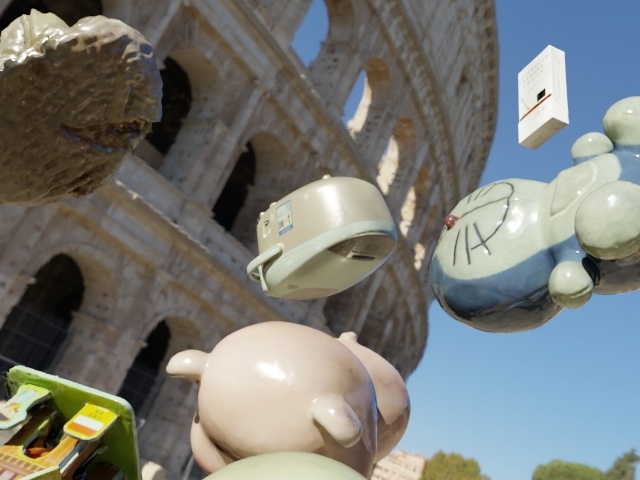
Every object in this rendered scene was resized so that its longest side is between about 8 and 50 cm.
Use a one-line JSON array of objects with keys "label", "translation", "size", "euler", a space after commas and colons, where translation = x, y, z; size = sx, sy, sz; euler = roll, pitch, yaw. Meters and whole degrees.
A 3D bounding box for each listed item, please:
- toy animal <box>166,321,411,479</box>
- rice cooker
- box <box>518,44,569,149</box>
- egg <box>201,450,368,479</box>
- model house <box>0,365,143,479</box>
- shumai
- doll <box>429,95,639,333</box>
[{"label": "toy animal", "translation": [-0.010, 0.179, 0.718], "size": [0.210, 0.221, 0.230], "euler": [8, -59, 30]}, {"label": "rice cooker", "translation": [0.000, 0.000, 0.861], "size": [0.145, 0.127, 0.206], "euler": [8, -25, -43]}, {"label": "box", "translation": [0.369, -0.237, 1.127], "size": [0.040, 0.154, 0.084], "euler": [20, -31, -19]}, {"label": "egg", "translation": [-0.037, 0.280, 0.493], "size": [0.219, 0.269, 0.219], "euler": [21, 17, -7]}, {"label": "model house", "translation": [-0.339, 0.399, 0.848], "size": [0.340, 0.324, 0.300], "euler": [13, -59, 16]}, {"label": "shumai", "translation": [-0.405, -0.218, 1.047], "size": [0.217, 0.346, 0.283], "euler": [39, 12, -33]}, {"label": "doll", "translation": [0.221, -0.007, 0.669], "size": [0.258, 0.228, 0.154], "euler": [-17, -55, 40]}]
